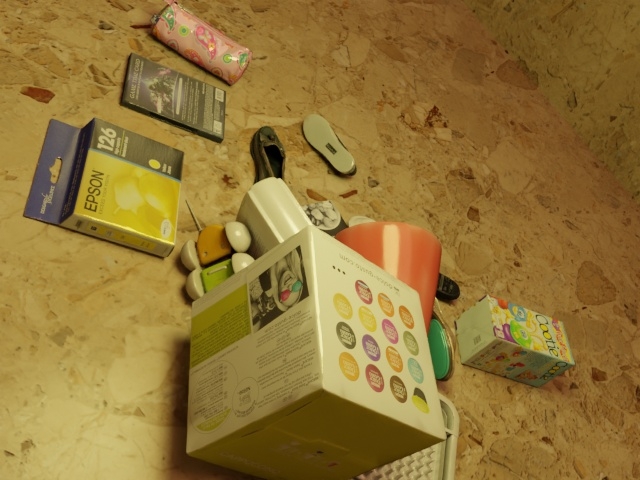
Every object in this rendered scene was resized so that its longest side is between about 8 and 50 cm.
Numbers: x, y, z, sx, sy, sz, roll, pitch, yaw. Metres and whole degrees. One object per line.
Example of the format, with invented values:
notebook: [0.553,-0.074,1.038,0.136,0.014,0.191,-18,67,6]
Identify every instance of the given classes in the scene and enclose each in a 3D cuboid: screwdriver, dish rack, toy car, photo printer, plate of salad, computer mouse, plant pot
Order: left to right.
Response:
screwdriver: [-0.283,-0.033,1.766,0.169,0.024,0.025,59,14,22]
toy car: [-0.209,0.058,1.667,0.136,0.159,0.181,45,26,-58]
photo printer: [-0.072,0.046,1.690,0.107,0.256,0.307,-25,71,-26]
plate of salad: [0.154,0.007,2.040,0.200,0.048,0.199,29,27,-16]
plant pot: [0.156,0.121,1.807,0.275,0.275,0.243,18,58,-26]
dish rack: [0.164,0.445,1.664,0.286,0.072,0.332,32,41,-13]
computer mouse: [0.276,0.098,2.091,0.242,0.041,0.071,30,43,-4]

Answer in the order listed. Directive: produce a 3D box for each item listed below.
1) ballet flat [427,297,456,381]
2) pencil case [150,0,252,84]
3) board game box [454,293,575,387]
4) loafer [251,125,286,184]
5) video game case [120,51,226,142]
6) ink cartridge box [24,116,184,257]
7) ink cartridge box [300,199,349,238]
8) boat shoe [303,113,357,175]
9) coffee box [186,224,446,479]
ballet flat: [0.287,0.212,1.945,0.106,0.107,0.315,8,52,-43]
pencil case: [-0.329,-0.552,2.109,0.284,0.124,0.124,32,41,-13]
board game box: [0.519,0.273,2.041,0.275,0.144,0.142,21,44,-24]
loafer: [-0.124,-0.213,2.000,0.096,0.084,0.267,17,46,-26]
video game case: [-0.378,-0.373,1.987,0.274,0.026,0.196,18,46,-24]
ink cartridge box: [-0.461,-0.133,1.678,0.307,0.072,0.303,21,45,-26]
ink cartridge box: [0.000,0.000,1.945,0.206,0.045,0.208,-14,66,-45]
boat shoe: [0.027,-0.270,2.190,0.219,0.078,0.070,55,7,19]
coffee box: [-0.016,0.242,1.435,0.338,0.338,0.334,31,40,-38]
